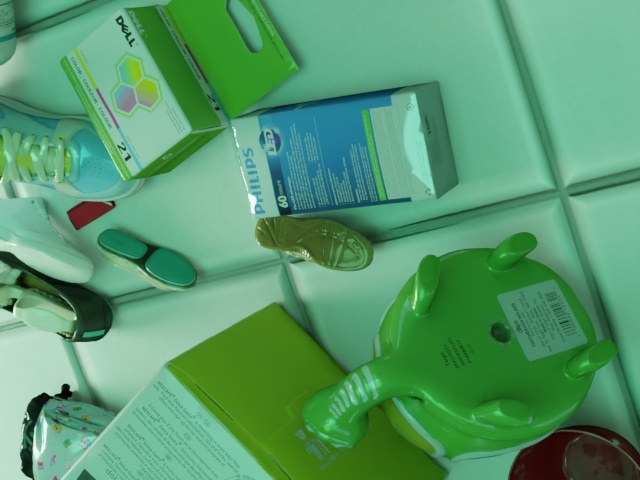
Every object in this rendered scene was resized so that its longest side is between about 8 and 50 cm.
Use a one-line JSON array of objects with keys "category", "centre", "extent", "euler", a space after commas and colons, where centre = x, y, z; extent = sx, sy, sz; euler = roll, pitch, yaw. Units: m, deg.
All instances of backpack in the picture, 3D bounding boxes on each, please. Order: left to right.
[{"category": "backpack", "centre": [-0.348, 0.309, 2.042], "extent": [0.182, 0.115, 0.152], "euler": [12, 110, 21]}]

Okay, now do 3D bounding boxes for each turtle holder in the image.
[{"category": "turtle holder", "centre": [0.161, 0.162, 1.612], "extent": [0.243, 0.320, 0.227], "euler": [39, 146, 4]}]

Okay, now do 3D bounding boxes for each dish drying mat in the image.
[{"category": "dish drying mat", "centre": [-0.325, -0.044, 1.971], "extent": [0.083, 0.008, 0.032], "euler": [-28, 94, 32]}]

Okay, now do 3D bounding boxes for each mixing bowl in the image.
[{"category": "mixing bowl", "centre": [0.328, 0.294, 1.689], "extent": [0.181, 0.098, 0.181], "euler": [10, 111, 26]}]

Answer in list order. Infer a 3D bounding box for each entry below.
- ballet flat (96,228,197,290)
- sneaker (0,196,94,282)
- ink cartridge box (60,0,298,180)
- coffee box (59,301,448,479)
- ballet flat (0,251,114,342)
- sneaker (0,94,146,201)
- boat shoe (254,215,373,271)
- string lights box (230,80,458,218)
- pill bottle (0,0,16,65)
[{"category": "ballet flat", "centre": [-0.236, 0.034, 1.934], "extent": [0.168, 0.057, 0.052], "euler": [28, 146, 21]}, {"category": "sneaker", "centre": [-0.405, -0.016, 1.984], "extent": [0.212, 0.094, 0.080], "euler": [24, 152, 10]}, {"category": "ink cartridge box", "centre": [-0.183, -0.222, 1.772], "extent": [0.255, 0.097, 0.189], "euler": [-34, 82, 33]}, {"category": "coffee box", "centre": [-0.101, 0.334, 1.765], "extent": [0.338, 0.337, 0.334], "euler": [45, 112, 8]}, {"category": "ballet flat", "centre": [-0.429, 0.072, 2.014], "extent": [0.280, 0.096, 0.095], "euler": [21, 114, 21]}, {"category": "sneaker", "centre": [-0.407, -0.107, 1.874], "extent": [0.319, 0.208, 0.127], "euler": [13, 109, 24]}, {"category": "boat shoe", "centre": [0.000, 0.000, 1.786], "extent": [0.170, 0.059, 0.063], "euler": [17, 95, 28]}, {"category": "string lights box", "centre": [0.027, -0.109, 1.722], "extent": [0.259, 0.077, 0.133], "euler": [-5, 104, 29]}, {"category": "pill bottle", "centre": [-0.488, -0.323, 1.880], "extent": [0.146, 0.146, 0.264], "euler": [9, 111, 25]}]
